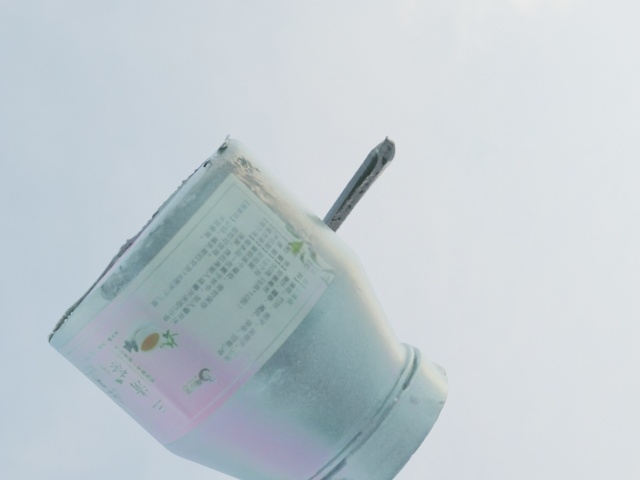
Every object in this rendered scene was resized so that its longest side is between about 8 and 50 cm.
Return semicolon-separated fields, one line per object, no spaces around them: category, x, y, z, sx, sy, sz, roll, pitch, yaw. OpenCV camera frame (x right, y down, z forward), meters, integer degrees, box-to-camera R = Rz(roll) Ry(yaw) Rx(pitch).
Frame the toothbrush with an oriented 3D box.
toothbrush;0.000;0.000;1.237;0.031;0.297;0.030;26;-139;-12

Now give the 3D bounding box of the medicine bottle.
medicine bottle;-0.054;0.090;1.069;0.290;0.245;0.245;42;-109;-9
